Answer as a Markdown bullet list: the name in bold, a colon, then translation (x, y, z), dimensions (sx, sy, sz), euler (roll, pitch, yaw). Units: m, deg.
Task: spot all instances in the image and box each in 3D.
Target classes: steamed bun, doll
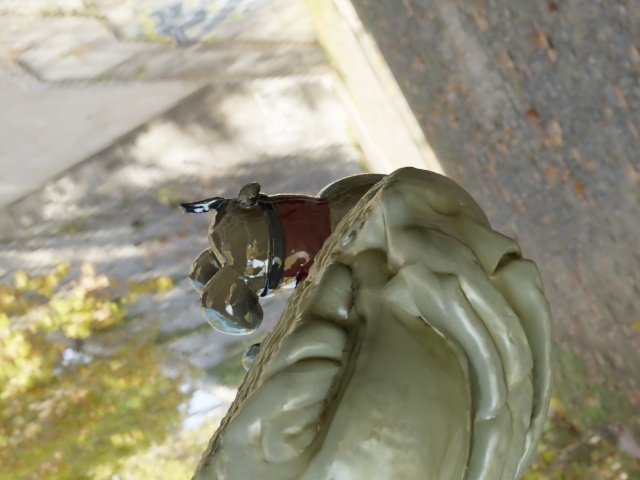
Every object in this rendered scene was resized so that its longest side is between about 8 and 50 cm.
- **steamed bun**: translation (0.055, 0.113, 0.865), dimensions (0.203, 0.276, 0.289), euler (33, -162, -2)
- **doll**: translation (0.000, 0.000, 1.561), dimensions (0.235, 0.329, 0.174), euler (-132, 39, -64)

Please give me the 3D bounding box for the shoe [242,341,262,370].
- **shoe**: translation (0.006, 0.136, 1.401), dimensions (0.195, 0.078, 0.079), euler (26, 160, -26)
